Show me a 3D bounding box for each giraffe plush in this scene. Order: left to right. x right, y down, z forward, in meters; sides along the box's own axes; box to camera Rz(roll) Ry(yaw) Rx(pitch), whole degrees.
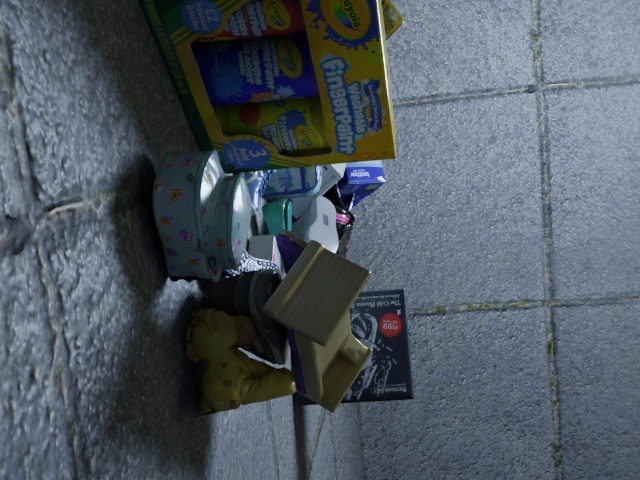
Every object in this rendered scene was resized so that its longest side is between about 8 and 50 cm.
[{"bbox_3d":[-0.158,0.196,1.333,0.210,0.181,0.171,-3,76,-48],"label":"giraffe plush"}]

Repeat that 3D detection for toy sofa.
[{"bbox_3d":[-0.019,0.149,1.394,0.150,0.177,0.363,-55,161,-23],"label":"toy sofa"}]

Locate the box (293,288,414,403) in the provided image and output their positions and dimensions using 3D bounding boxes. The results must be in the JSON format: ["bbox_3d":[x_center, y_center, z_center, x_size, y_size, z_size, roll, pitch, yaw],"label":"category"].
[{"bbox_3d":[0.096,0.318,2.347,0.179,0.342,0.313,61,25,-76],"label":"box"}]

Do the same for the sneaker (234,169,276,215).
[{"bbox_3d":[-0.145,-0.153,1.800,0.080,0.081,0.211,72,15,-61],"label":"sneaker"}]

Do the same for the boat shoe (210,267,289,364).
[{"bbox_3d":[-0.128,0.141,1.516,0.355,0.130,0.133,82,16,-62],"label":"boat shoe"}]

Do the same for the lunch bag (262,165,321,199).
[{"bbox_3d":[-0.083,-0.214,1.953,0.090,0.175,0.219,35,52,-81],"label":"lunch bag"}]

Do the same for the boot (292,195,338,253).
[{"bbox_3d":[-0.024,-0.001,2.035,0.095,0.123,0.258,35,30,-16],"label":"boot"}]

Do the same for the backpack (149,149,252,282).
[{"bbox_3d":[-0.184,-0.044,1.226,0.166,0.144,0.188,-80,161,-44],"label":"backpack"}]

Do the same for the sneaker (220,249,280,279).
[{"bbox_3d":[-0.171,0.056,1.532,0.232,0.090,0.082,34,48,-53],"label":"sneaker"}]

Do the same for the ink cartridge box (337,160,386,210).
[{"bbox_3d":[0.060,-0.257,2.540,0.270,0.151,0.396,-37,-117,57],"label":"ink cartridge box"}]

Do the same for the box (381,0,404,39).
[{"bbox_3d":[-0.034,-0.495,1.632,0.279,0.177,0.290,49,-13,-27],"label":"box"}]

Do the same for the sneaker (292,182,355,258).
[{"bbox_3d":[0.000,0.000,2.272,0.202,0.185,0.483,121,-31,-44],"label":"sneaker"}]

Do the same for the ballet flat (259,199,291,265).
[{"bbox_3d":[-0.106,0.011,1.982,0.083,0.087,0.248,-67,154,-61],"label":"ballet flat"}]

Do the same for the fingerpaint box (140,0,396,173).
[{"bbox_3d":[-0.067,-0.322,1.406,0.445,0.370,0.163,76,12,-54],"label":"fingerpaint box"}]

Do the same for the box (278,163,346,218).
[{"bbox_3d":[-0.034,-0.181,2.186,0.119,0.181,0.182,45,17,-10],"label":"box"}]

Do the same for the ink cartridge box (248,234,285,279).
[{"bbox_3d":[-0.126,0.075,1.876,0.151,0.063,0.109,77,12,-52],"label":"ink cartridge box"}]
